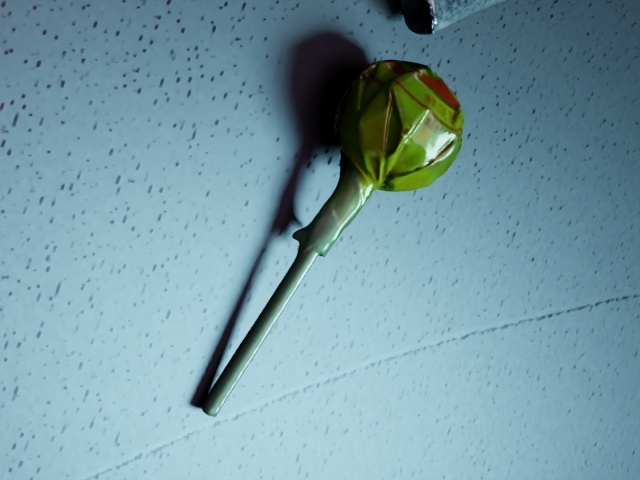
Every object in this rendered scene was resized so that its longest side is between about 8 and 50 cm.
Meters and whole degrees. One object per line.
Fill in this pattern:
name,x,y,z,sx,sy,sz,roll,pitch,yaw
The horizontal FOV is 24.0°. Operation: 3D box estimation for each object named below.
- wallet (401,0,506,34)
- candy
wallet,0.088,-0.227,0.730,0.167,0.036,0.222,-28,120,-34
candy,0.000,0.000,0.705,0.194,0.062,0.058,-56,175,-5
